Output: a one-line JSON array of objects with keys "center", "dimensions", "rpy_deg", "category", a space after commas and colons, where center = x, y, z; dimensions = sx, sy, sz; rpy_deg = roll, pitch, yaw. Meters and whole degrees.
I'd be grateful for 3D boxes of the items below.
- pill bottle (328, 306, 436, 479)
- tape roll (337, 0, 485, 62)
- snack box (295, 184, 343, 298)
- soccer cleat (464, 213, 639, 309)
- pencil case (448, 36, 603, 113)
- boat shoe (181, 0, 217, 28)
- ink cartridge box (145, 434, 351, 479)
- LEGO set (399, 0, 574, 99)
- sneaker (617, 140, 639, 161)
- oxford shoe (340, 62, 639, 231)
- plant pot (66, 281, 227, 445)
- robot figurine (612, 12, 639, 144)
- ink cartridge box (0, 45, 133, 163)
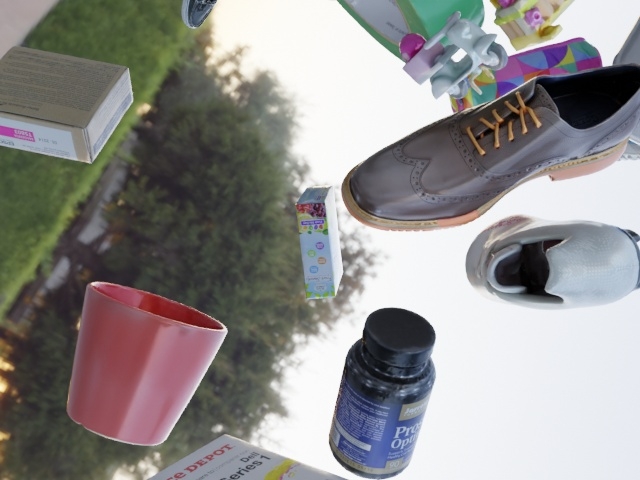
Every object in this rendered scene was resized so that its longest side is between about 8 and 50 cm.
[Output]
[{"center": [0.085, 0.203, 1.110], "dimensions": [0.123, 0.122, 0.219], "rpy_deg": [-86, -175, -57], "category": "pill bottle"}, {"center": [0.052, -0.338, 0.961], "dimensions": [0.077, 0.321, 0.321], "rpy_deg": [-43, -162, 2], "category": "tape roll"}, {"center": [0.000, 0.000, 1.785], "dimensions": [0.174, 0.070, 0.207], "rpy_deg": [-68, 153, -72], "category": "snack box"}, {"center": [0.237, 0.024, 1.006], "dimensions": [0.331, 0.143, 0.116], "rpy_deg": [172, -86, -70], "category": "soccer cleat"}, {"center": [0.308, -0.244, 1.273], "dimensions": [0.236, 0.104, 0.104], "rpy_deg": [-12, -156, 0], "category": "pencil case"}, {"center": [-0.174, -0.390, 1.290], "dimensions": [0.040, 0.049, 0.142], "rpy_deg": [48, -58, 33], "category": "boat shoe"}, {"center": [-0.065, 0.328, 0.881], "dimensions": [0.278, 0.201, 0.117], "rpy_deg": [10, -73, 35], "category": "ink cartridge box"}, {"center": [0.155, -0.234, 0.614], "dimensions": [0.132, 0.107, 0.287], "rpy_deg": [-23, -155, 53], "category": "LEGO set"}, {"center": [0.602, -0.187, 1.582], "dimensions": [0.228, 0.087, 0.092], "rpy_deg": [43, -52, 41], "category": "sneaker"}, {"center": [0.192, -0.117, 0.918], "dimensions": [0.363, 0.130, 0.133], "rpy_deg": [-21, 155, -14], "category": "oxford shoe"}, {"center": [-0.345, 0.235, 1.567], "dimensions": [0.275, 0.274, 0.243], "rpy_deg": [-157, -93, -73], "category": "plant pot"}, {"center": [0.515, -0.272, 1.062], "dimensions": [0.300, 0.199, 0.353], "rpy_deg": [-59, 172, -45], "category": "robot figurine"}, {"center": [-0.485, -0.248, 1.497], "dimensions": [0.088, 0.234, 0.193], "rpy_deg": [94, 11, -47], "category": "ink cartridge box"}]
